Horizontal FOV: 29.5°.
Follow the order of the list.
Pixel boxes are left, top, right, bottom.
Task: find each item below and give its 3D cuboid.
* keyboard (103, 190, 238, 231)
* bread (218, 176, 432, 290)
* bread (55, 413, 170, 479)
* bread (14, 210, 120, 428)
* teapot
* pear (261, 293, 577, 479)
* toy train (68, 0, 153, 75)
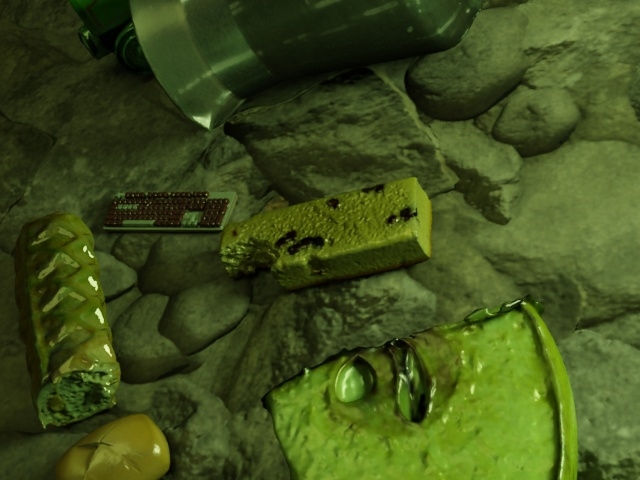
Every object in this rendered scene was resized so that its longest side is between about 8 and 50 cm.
[{"bbox_3d":[-0.172,-0.035,1.373,0.166,0.017,0.055,1,54,29],"label":"keyboard"},{"bbox_3d":[0.000,0.000,1.228,0.226,0.049,0.088,-14,48,19],"label":"bread"},{"bbox_3d":[-0.203,0.210,1.156,0.115,0.056,0.082,-31,46,3],"label":"bread"},{"bbox_3d":[-0.274,0.072,1.291,0.087,0.098,0.269,4,41,-24],"label":"bread"},{"bbox_3d":[-0.024,-0.300,1.348,0.344,0.253,0.300,-22,71,17],"label":"teapot"},{"bbox_3d":[0.106,0.200,0.932,0.238,0.164,0.255,-20,51,-1],"label":"pear"},{"bbox_3d":[-0.211,-0.332,1.526,0.243,0.188,0.132,-31,43,1],"label":"toy train"}]
